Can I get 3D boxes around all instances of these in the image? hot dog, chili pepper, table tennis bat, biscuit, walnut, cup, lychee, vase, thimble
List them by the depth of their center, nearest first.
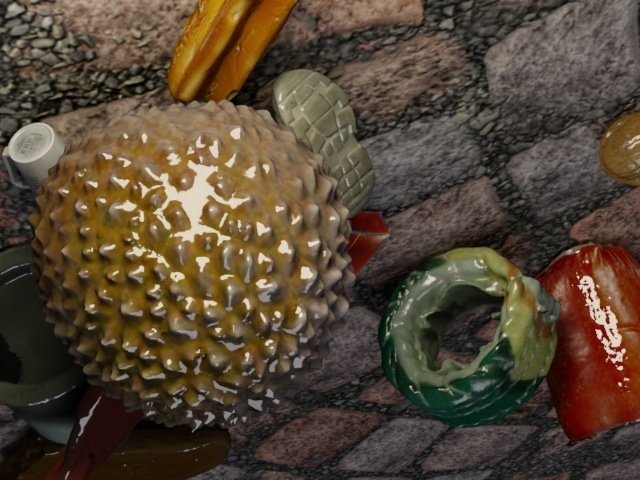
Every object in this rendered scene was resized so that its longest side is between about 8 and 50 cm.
[{"bbox_3d":[-0.090,-0.252,1.459,0.115,0.072,0.269,8,141,-31],"label":"hot dog"},{"bbox_3d":[-0.147,0.020,1.507,0.380,0.432,0.380,-12,136,-12],"label":"lychee"},{"bbox_3d":[-0.349,-0.089,1.605,0.104,0.074,0.116,4,150,22],"label":"cup"},{"bbox_3d":[-0.285,0.234,1.756,0.414,0.051,0.268,-56,169,-17],"label":"table tennis bat"},{"bbox_3d":[-0.372,0.164,1.840,0.245,0.245,0.291,-16,155,-1],"label":"vase"},{"bbox_3d":[0.464,-0.132,1.866,0.124,0.105,0.105,-27,146,27],"label":"walnut"},{"bbox_3d":[0.240,0.152,2.048,0.288,0.254,0.167,-34,144,15],"label":"thimble"},{"bbox_3d":[0.490,0.175,2.199,0.229,0.305,0.251,-8,160,-27],"label":"chili pepper"},{"bbox_3d":[-0.374,0.395,2.314,0.394,0.076,0.368,9,139,-39],"label":"biscuit"}]

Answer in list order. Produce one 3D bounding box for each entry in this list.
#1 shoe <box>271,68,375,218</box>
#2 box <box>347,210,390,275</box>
[{"bbox_3d":[-0.018,-0.132,1.676,0.099,0.125,0.227,-43,127,-23],"label":"shoe"},{"bbox_3d":[0.000,0.001,1.903,0.175,0.048,0.112,4,142,-29],"label":"box"}]
